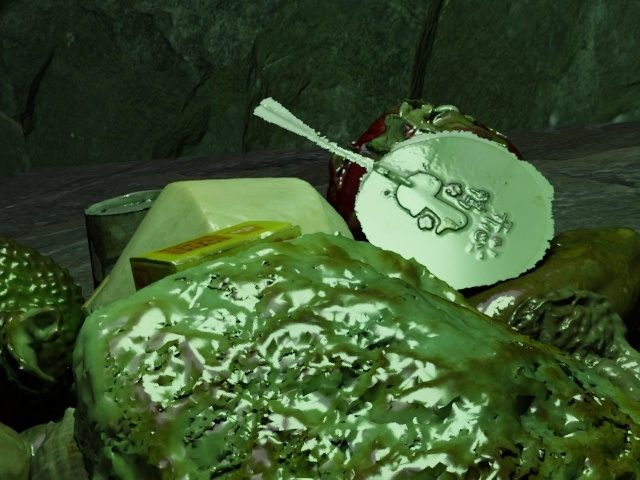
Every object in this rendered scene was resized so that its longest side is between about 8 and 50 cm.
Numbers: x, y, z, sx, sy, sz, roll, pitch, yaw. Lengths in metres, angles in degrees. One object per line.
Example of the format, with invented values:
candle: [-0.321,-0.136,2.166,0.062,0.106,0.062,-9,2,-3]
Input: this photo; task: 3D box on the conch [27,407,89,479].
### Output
conch: [-0.161,0.242,0.768,0.178,0.163,0.245,-19,39,26]

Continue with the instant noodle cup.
instant noodle cup: [-0.280,0.032,1.529,0.217,0.207,0.217,-9,13,2]

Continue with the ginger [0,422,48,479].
ginger: [-0.383,0.243,0.919,0.304,0.155,0.244,4,10,14]

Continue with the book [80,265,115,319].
book: [-0.222,0.096,1.275,0.018,0.170,0.242,-30,17,23]

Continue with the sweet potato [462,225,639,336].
sweet potato: [0.264,0.091,1.116,0.369,0.158,0.158,-23,20,-34]

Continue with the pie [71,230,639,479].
pie: [0.044,0.133,0.716,0.418,0.180,0.395,35,37,23]

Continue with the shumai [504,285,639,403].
shumai: [0.254,0.153,0.928,0.206,0.166,0.175,-28,48,-23]

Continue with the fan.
fan: [0.087,-0.079,1.142,0.414,0.012,0.233,28,60,18]

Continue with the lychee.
lychee: [-0.425,0.121,1.181,0.270,0.270,0.320,-13,-20,-19]

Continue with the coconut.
coconut: [-0.116,0.064,1.137,0.329,0.329,0.329,-8,14,2]

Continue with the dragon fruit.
dragon fruit: [0.157,-0.028,1.304,0.329,0.329,0.329,-8,14,2]

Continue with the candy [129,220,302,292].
candy: [-0.074,0.129,0.883,0.146,0.276,0.088,-21,15,-37]
